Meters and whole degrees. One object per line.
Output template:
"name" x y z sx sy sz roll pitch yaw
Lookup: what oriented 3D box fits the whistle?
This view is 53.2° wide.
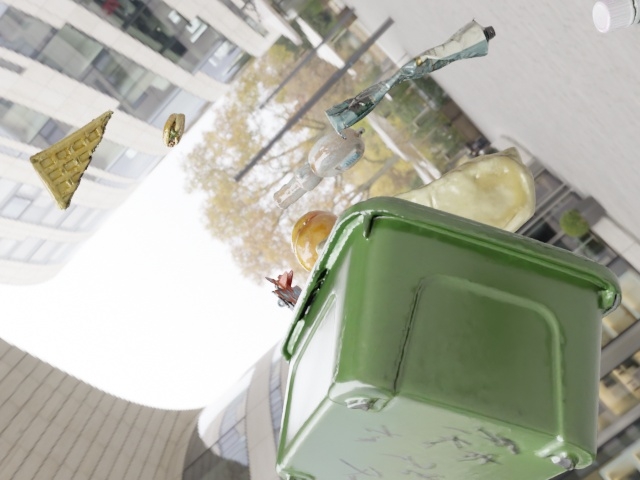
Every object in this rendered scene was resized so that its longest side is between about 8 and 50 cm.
"whistle" 0.001 -0.133 1.177 0.107 0.220 0.057 9 -132 -61

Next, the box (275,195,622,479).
"box" 0.089 0.134 0.590 0.252 0.329 0.178 18 -128 -3

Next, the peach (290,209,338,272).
"peach" 0.000 0.000 1.366 0.138 0.138 0.138 43 -166 -14

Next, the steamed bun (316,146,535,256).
"steamed bun" 0.235 0.017 1.240 0.247 0.428 0.189 62 -178 21

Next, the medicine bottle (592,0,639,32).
"medicine bottle" 0.660 -0.481 1.295 0.083 0.203 0.084 -17 -90 -90

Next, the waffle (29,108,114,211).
"waffle" -0.363 -0.126 0.989 0.023 0.152 0.097 16 140 47

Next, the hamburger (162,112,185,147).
"hamburger" -0.338 -0.254 1.474 0.044 0.076 0.083 9 -148 -8

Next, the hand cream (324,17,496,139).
"hand cream" 0.123 -0.217 0.865 0.052 0.247 0.075 57 -171 -13

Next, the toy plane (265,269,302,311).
"toy plane" -0.044 0.145 1.411 0.189 0.061 0.130 52 -164 12
